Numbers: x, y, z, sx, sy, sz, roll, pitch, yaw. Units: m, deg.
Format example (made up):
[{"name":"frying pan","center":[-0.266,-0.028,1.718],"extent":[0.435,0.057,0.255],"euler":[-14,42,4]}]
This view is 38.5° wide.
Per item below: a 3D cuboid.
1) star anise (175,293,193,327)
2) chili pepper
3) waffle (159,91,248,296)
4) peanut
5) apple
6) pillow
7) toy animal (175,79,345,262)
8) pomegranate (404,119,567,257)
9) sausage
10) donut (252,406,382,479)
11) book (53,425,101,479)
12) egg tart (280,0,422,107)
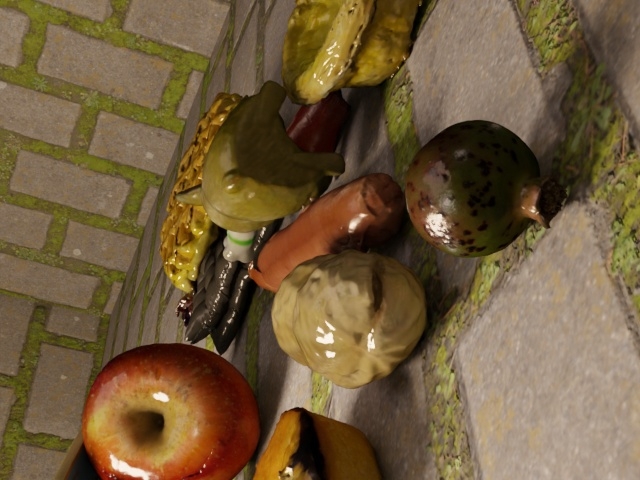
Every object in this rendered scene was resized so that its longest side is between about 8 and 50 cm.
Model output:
[{"name":"star anise","center":[-0.273,0.124,2.064],"extent":[0.168,0.057,0.168],"euler":[-47,31,39]},{"name":"chili pepper","center":[-0.016,-0.159,1.436],"extent":[0.084,0.086,0.192],"euler":[42,111,33]},{"name":"waffle","center":[-0.215,-0.103,1.726],"extent":[0.382,0.095,0.379],"euler":[-124,56,-70]},{"name":"peanut","center":[0.022,0.082,1.023],"extent":[0.313,0.149,0.149],"euler":[179,106,-73]},{"name":"apple","center":[-0.226,0.284,1.409],"extent":[0.206,0.272,0.251],"euler":[53,-162,-69]},{"name":"pillow","center":[-0.166,0.026,1.736],"extent":[0.228,0.101,0.326],"euler":[-107,38,-63]},{"name":"toy animal","center":[-0.102,-0.092,1.376],"extent":[0.180,0.181,0.363],"euler":[-48,4,-16]},{"name":"pomegranate","center":[0.136,-0.046,0.792],"extent":[0.130,0.130,0.130],"euler":[-164,90,-73]},{"name":"sausage","center":[0.000,0.000,1.231],"extent":[0.419,0.094,0.094],"euler":[-31,35,66]},{"name":"donut","center":[-0.019,0.306,0.979],"extent":[0.253,0.118,0.253],"euler":[-162,90,-75]},{"name":"book","center":[-0.319,0.473,1.484],"extent":[0.262,0.028,0.373],"euler":[-81,-26,-71]},{"name":"egg tart","center":[0.055,-0.334,1.284],"extent":[0.345,0.132,0.345],"euler":[-165,90,-73]}]
